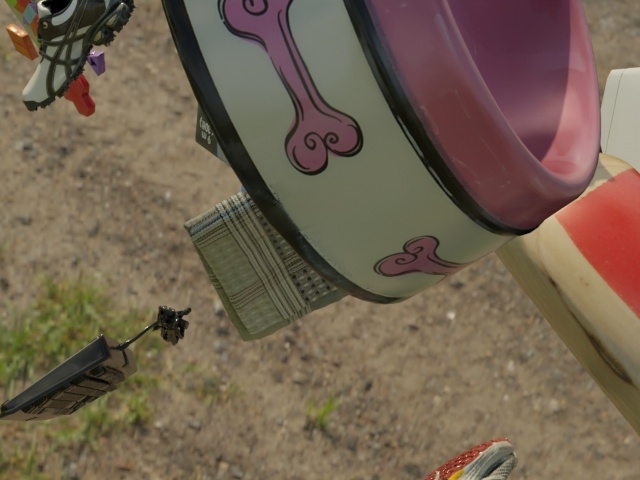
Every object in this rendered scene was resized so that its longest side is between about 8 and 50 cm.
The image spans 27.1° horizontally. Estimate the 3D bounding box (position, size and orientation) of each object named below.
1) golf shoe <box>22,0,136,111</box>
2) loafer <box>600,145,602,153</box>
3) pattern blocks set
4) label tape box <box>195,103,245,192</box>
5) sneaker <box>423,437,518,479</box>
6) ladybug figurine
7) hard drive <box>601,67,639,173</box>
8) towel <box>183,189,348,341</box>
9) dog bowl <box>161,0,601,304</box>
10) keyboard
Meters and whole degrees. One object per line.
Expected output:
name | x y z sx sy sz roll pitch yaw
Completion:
golf shoe | -0.309 -0.241 1.578 0.094 0.198 0.077 36 25 -22
loafer | 0.289 -0.134 1.637 0.130 0.134 0.366 -35 72 5
pattern blocks set | -0.469 -0.380 2.190 0.026 0.285 0.325 -36 77 -31
label tape box | -0.095 -0.176 2.061 0.115 0.348 0.249 -4 23 -31
sneaker | 0.145 0.278 1.357 0.093 0.088 0.225 55 38 0
ladybug figurine | 0.333 0.081 1.318 0.449 0.162 0.305 53 8 12
hard drive | 0.456 -0.104 1.655 0.047 0.233 0.353 12 0 -23
towel | 0.000 0.000 1.758 0.312 0.324 0.056 -28 58 -4
dog bowl | 0.060 -0.170 0.894 0.150 0.408 0.408 -16 29 27
keyboard | -0.212 0.126 1.333 0.201 0.317 0.033 -36 86 -7
